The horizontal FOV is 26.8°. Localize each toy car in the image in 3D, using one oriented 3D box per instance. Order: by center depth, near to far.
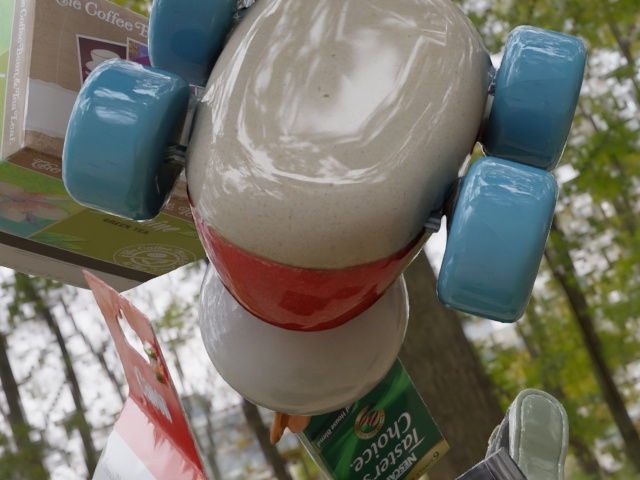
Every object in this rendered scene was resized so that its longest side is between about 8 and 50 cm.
[{"bbox_3d":[0.000,0.000,0.711,0.219,0.210,0.238,15,-45,6],"label":"toy car"}]

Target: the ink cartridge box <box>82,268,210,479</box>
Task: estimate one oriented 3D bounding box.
[{"bbox_3d":[-0.153,0.233,1.139,0.091,0.385,0.308,-20,12,-16],"label":"ink cartridge box"}]

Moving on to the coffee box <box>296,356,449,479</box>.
[{"bbox_3d":[0.038,0.160,1.199,0.113,0.040,0.184,-41,-52,-16],"label":"coffee box"}]

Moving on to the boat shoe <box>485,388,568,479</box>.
[{"bbox_3d":[0.194,0.249,1.306,0.228,0.081,0.069,-68,5,-46],"label":"boat shoe"}]

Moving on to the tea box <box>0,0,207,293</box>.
[{"bbox_3d":[-0.282,-0.106,1.567,0.329,0.220,0.323,18,-29,-38],"label":"tea box"}]

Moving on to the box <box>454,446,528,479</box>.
[{"bbox_3d":[0.107,0.368,1.187,0.307,0.242,0.076,-38,-12,20],"label":"box"}]
